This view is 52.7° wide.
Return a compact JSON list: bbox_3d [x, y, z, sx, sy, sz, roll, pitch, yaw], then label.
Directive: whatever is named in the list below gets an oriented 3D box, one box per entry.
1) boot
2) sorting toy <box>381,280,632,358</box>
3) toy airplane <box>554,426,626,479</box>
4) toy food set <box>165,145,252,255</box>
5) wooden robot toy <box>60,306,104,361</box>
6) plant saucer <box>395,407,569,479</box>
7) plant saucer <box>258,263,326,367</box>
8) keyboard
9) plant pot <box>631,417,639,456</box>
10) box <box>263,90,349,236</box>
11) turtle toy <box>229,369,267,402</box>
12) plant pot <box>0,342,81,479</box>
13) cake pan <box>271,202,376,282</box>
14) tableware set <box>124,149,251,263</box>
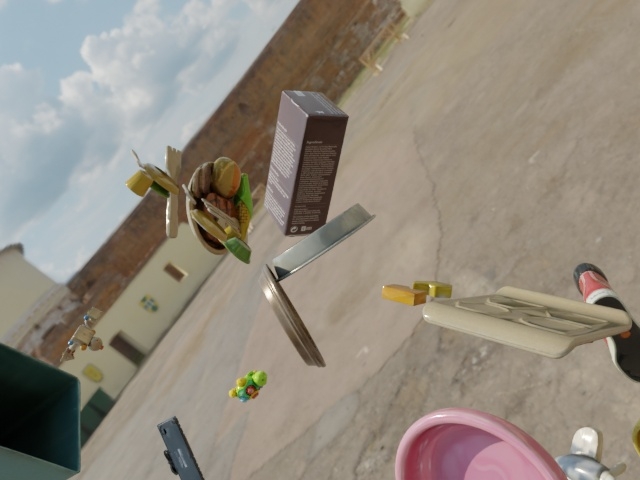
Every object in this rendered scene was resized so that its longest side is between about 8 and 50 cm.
[{"bbox_3d":[0.607,0.163,1.333,0.088,0.244,0.176,-30,17,18],"label":"boot"},{"bbox_3d":[0.255,0.107,0.933,0.307,0.229,0.041,12,102,43],"label":"sorting toy"},{"bbox_3d":[0.585,0.677,1.473,0.384,0.386,0.272,-43,-29,27],"label":"toy airplane"},{"bbox_3d":[-0.131,-0.047,0.848,0.038,0.132,0.192,-5,-9,23],"label":"toy food set"},{"bbox_3d":[-0.577,0.250,1.609,0.076,0.079,0.173,-54,14,32],"label":"wooden robot toy"},{"bbox_3d":[0.282,0.427,1.079,0.084,0.332,0.332,-20,-18,-45],"label":"plant saucer"},{"bbox_3d":[-0.072,0.182,1.511,0.041,0.278,0.278,-30,7,-2],"label":"plant saucer"},{"bbox_3d":[-0.312,0.488,1.451,0.108,0.180,0.023,-34,-11,39],"label":"keyboard"},{"bbox_3d":[0.840,0.395,1.366,0.239,0.254,0.254,-41,3,-22],"label":"plant pot"},{"bbox_3d":[-0.050,-0.223,1.883,0.191,0.143,0.381,53,140,48],"label":"box"},{"bbox_3d":[-0.205,0.429,1.911,0.130,0.066,0.095,-55,-19,25],"label":"turtle toy"},{"bbox_3d":[-0.483,0.291,0.908,0.234,0.166,0.165,-37,42,13],"label":"plant pot"},{"bbox_3d":[0.000,0.000,1.566,0.293,0.054,0.293,-34,1,1],"label":"cake pan"},{"bbox_3d":[-0.136,-0.029,0.670,0.024,0.154,0.104,-48,39,6],"label":"tableware set"}]
